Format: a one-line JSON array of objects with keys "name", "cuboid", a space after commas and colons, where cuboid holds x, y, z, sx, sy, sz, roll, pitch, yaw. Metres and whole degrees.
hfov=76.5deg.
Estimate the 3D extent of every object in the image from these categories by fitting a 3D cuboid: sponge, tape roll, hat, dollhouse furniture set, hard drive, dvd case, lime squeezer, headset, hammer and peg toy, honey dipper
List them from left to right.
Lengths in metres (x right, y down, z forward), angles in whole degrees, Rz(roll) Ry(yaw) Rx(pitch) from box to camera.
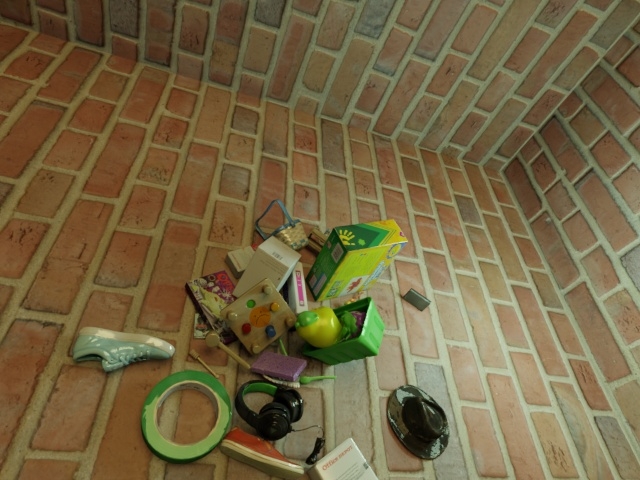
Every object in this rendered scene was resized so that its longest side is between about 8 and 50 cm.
[{"name": "tape roll", "cuboid": [-0.506, 0.661, 1.539, 0.321, 0.077, 0.321, 13, 48, -14]}, {"name": "dvd case", "cuboid": [-0.520, 0.383, 1.814, 0.087, 0.013, 0.119, 7, 50, -20]}, {"name": "honey dipper", "cuboid": [-0.484, 0.520, 1.704, 0.161, 0.030, 0.030, 40, 46, 7]}, {"name": "hammer and peg toy", "cuboid": [-0.302, 0.367, 1.753, 0.361, 0.127, 0.266, -37, 107, -12]}, {"name": "sponge", "cuboid": [-0.178, 0.537, 1.741, 0.210, 0.031, 0.117, 6, 23, 23]}, {"name": "headset", "cuboid": [-0.163, 0.709, 1.601, 0.394, 0.185, 0.243, 25, 13, 18]}, {"name": "lime squeezer", "cuboid": [-0.086, 0.568, 1.811, 0.310, 0.059, 0.110, 33, 86, 7]}, {"name": "dollhouse furniture set", "cuboid": [0.000, 0.000, 2.337, 0.129, 0.129, 0.184, 37, 22, 8]}, {"name": "hard drive", "cuboid": [0.548, 0.336, 2.307, 0.135, 0.094, 0.022, 35, 45, 6]}, {"name": "hat", "cuboid": [0.474, 0.802, 1.847, 0.331, 0.134, 0.331, 13, 48, -15]}]

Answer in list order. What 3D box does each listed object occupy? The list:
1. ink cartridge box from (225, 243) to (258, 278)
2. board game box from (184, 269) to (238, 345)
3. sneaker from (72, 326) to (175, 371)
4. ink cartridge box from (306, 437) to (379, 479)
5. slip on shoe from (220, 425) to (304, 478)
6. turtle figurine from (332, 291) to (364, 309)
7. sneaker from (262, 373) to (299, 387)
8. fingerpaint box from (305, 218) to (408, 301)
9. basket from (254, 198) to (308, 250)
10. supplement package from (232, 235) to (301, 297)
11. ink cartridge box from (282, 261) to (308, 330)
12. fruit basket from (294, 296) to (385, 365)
[{"name": "ink cartridge box", "cuboid": [-0.380, 0.104, 2.079, 0.175, 0.072, 0.127, -19, 62, -36]}, {"name": "board game box", "cuboid": [-0.455, 0.306, 1.879, 0.208, 0.056, 0.347, -15, 59, -45]}, {"name": "sneaker", "cuboid": [-0.764, 0.445, 1.577, 0.366, 0.135, 0.150, 10, 56, -6]}, {"name": "ink cartridge box", "cuboid": [0.107, 0.944, 1.561, 0.197, 0.114, 0.273, -20, 63, -36]}, {"name": "slip on shoe", "cuboid": [-0.211, 0.803, 1.535, 0.331, 0.123, 0.101, 24, 42, 1]}, {"name": "turtle figurine", "cuboid": [0.201, 0.379, 2.110, 0.217, 0.087, 0.269, 46, 48, 16]}, {"name": "sneaker", "cuboid": [-0.165, 0.582, 1.756, 0.170, 0.063, 0.074, 15, 75, -3]}, {"name": "fingerpaint box", "cuboid": [0.172, 0.103, 2.084, 0.371, 0.445, 0.163, -9, 56, -30]}, {"name": "basket", "cuboid": [-0.216, -0.045, 2.162, 0.201, 0.255, 0.289, -21, 73, -45]}, {"name": "supplement package", "cuboid": [-0.252, 0.161, 1.910, 0.177, 0.293, 0.175, 33, 23, 3]}, {"name": "ink cartridge box", "cuboid": [-0.135, 0.241, 2.006, 0.069, 0.175, 0.371, 5, 50, -22]}, {"name": "fruit basket", "cuboid": [0.052, 0.382, 1.812, 0.392, 0.392, 0.283, 28, 46, -2]}]
